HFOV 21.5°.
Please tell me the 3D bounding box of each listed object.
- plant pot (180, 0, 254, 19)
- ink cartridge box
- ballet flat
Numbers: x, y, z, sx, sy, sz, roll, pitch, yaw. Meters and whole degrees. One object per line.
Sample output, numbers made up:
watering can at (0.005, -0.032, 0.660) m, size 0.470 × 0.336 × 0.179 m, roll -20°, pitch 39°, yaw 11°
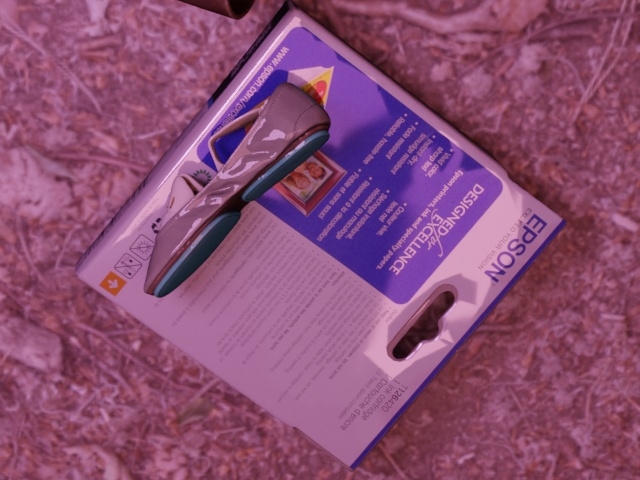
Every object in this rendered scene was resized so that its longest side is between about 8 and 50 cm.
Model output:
plant pot at (-0.156, -0.296, 1.296) m, size 0.230 × 0.215 × 0.215 m, roll 11°, pitch 109°, yaw 7°
ink cartridge box at (0.000, 0.000, 1.472) m, size 0.307 × 0.072 × 0.303 m, roll 37°, pitch 102°, yaw -17°
ballet flat at (-0.082, -0.045, 1.390) m, size 0.213 × 0.072 × 0.068 m, roll -44°, pitch 79°, yaw 10°
